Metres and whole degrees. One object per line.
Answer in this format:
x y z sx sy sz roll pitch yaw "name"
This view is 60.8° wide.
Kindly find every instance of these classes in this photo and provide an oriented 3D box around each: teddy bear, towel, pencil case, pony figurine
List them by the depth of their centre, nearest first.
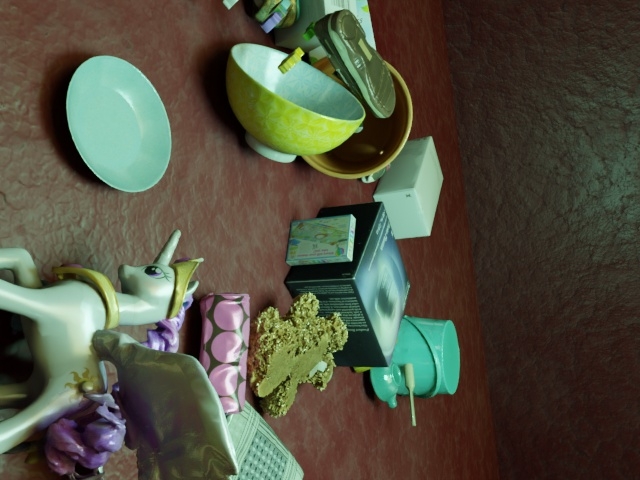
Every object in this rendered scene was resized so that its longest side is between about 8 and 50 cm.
-0.262 0.147 0.587 0.363 0.302 0.351 5 71 -48 "pony figurine"
-0.171 0.191 0.923 0.098 0.095 0.210 10 71 -31 "pencil case"
-0.136 0.485 0.964 0.312 0.056 0.324 64 33 -36 "towel"
-0.057 0.223 1.102 0.338 0.113 0.245 -13 119 -55 "teddy bear"

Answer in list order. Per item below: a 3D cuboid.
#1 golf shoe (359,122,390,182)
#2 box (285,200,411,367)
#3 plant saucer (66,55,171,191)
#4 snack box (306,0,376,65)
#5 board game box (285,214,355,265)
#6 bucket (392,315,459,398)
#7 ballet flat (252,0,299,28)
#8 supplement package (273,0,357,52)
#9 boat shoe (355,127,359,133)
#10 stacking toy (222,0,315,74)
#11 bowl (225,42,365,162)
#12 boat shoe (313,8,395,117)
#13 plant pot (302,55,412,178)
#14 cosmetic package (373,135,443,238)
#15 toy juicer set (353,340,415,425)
0.143 -0.308 1.646 0.120 0.105 0.273 -47 126 -48 "golf shoe"
0.088 0.108 1.358 0.294 0.182 0.296 67 31 -33 "box"
-0.296 -0.164 0.791 0.195 0.037 0.195 25 62 -60 "plant saucer"
0.046 -0.515 1.398 0.070 0.174 0.207 -111 -173 -77 "snack box"
0.000 0.000 1.227 0.026 0.154 0.104 44 48 -54 "board game box"
0.349 0.388 1.825 0.281 0.183 0.281 21 66 -61 "bucket"
-0.125 -0.634 1.170 0.123 0.123 0.349 -12 94 -64 "ballet flat"
-0.016 -0.516 1.247 0.105 0.179 0.105 -6 90 -43 "supplement package"
0.063 -0.413 1.507 0.109 0.094 0.303 -54 132 -54 "boat shoe"
-0.089 -0.437 1.064 0.167 0.052 0.221 46 34 -23 "stacking toy"
-0.071 -0.252 1.096 0.156 0.289 0.289 -60 170 29 "bowl"
0.073 -0.369 1.161 0.095 0.095 0.257 -57 131 -27 "boat shoe"
0.079 -0.296 1.347 0.203 0.290 0.291 -29 112 -80 "plant pot"
0.319 -0.190 1.915 0.197 0.155 0.366 67 31 -30 "cosmetic package"
0.192 0.378 1.623 0.329 0.089 0.209 55 31 -29 "toy juicer set"
